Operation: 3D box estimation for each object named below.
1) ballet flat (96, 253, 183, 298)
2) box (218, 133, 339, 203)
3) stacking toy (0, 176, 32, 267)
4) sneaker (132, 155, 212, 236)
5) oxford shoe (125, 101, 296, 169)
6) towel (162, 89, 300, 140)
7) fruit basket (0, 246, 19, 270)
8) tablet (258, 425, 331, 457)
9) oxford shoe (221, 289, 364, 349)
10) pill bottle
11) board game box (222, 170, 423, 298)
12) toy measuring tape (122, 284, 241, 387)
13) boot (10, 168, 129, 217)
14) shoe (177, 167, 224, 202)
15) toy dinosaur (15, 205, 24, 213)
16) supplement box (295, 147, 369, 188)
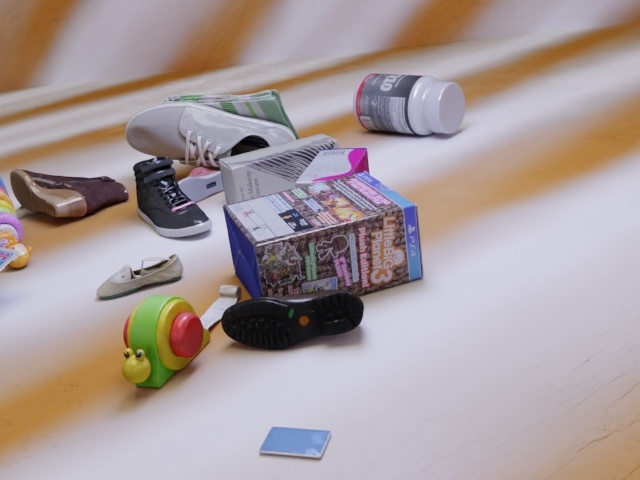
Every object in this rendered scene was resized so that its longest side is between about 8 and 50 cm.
[{"bbox_3d":[-0.344,0.062,1.525,0.168,0.052,0.057,-16,24,-18],"label":"ballet flat"},{"bbox_3d":[-0.092,-0.164,1.906,0.275,0.113,0.094,-19,26,-21],"label":"box"},{"bbox_3d":[-0.719,-0.022,1.769,0.175,0.166,0.302,-32,46,-27],"label":"stacking toy"},{"bbox_3d":[-0.342,-0.105,1.800,0.104,0.147,0.295,-20,27,-31],"label":"sneaker"},{"bbox_3d":[-0.285,-0.247,2.046,0.449,0.169,0.130,9,40,5],"label":"oxford shoe"},{"bbox_3d":[-0.225,-0.300,2.130,0.324,0.248,0.038,0,56,21],"label":"towel"},{"bbox_3d":[-0.780,0.095,1.456,0.327,0.165,0.353,3,28,23],"label":"fruit basket"},{"bbox_3d":[-0.032,0.256,1.025,0.083,0.006,0.054,1,24,17],"label":"tablet"},{"bbox_3d":[-0.042,0.122,1.277,0.227,0.083,0.096,-4,5,6],"label":"oxford shoe"},{"bbox_3d":[0.244,-0.375,2.226,0.283,0.161,0.161,12,30,40],"label":"pill bottle"},{"bbox_3d":[0.000,0.000,1.444,0.291,0.141,0.232,-14,24,-15],"label":"board game box"},{"bbox_3d":[-0.217,0.114,1.284,0.121,0.121,0.330,2,25,22],"label":"toy measuring tape"},{"bbox_3d":[-0.628,-0.127,2.012,0.248,0.090,0.207,28,31,33],"label":"boot"},{"bbox_3d":[-0.307,-0.136,1.977,0.081,0.063,0.178,12,24,41],"label":"shoe"},{"bbox_3d":[-0.723,-0.103,2.041,0.092,0.053,0.183,15,32,41],"label":"toy dinosaur"},{"bbox_3d":[0.032,-0.114,1.743,0.111,0.114,0.220,0,23,16],"label":"supplement box"}]
